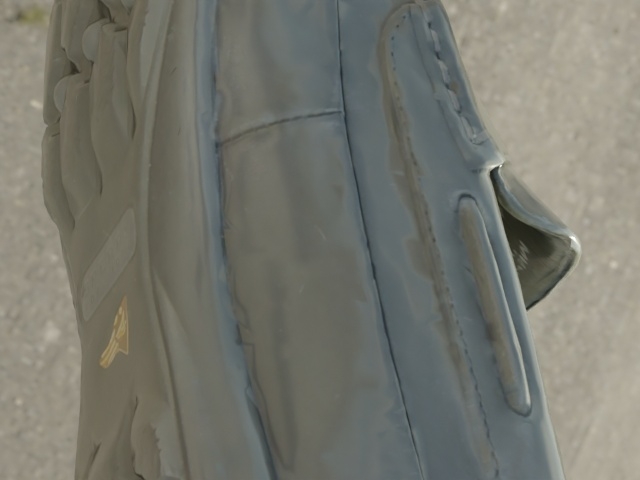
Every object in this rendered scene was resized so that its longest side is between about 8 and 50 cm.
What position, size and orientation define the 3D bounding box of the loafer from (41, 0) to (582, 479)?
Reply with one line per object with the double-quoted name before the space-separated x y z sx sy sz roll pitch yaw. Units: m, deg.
"loafer" 0.000 0.000 0.383 0.112 0.111 0.319 -42 -134 54
